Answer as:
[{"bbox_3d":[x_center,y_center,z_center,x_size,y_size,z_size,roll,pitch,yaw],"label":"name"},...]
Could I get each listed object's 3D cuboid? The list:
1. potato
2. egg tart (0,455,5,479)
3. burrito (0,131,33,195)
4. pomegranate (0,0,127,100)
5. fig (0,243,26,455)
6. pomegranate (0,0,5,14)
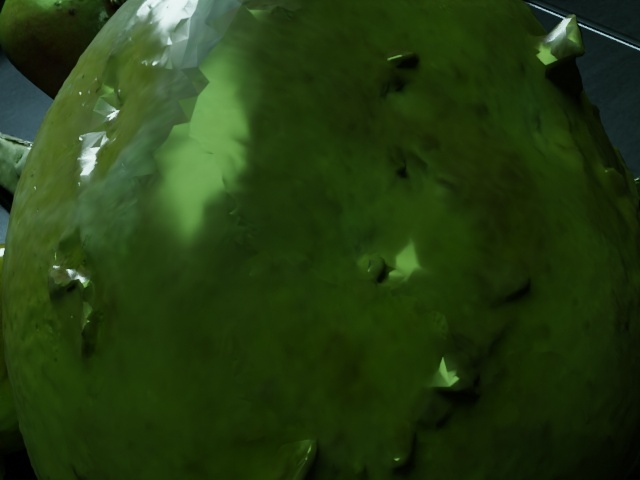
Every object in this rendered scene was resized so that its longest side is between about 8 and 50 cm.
[{"bbox_3d":[0.000,0.000,0.750,0.385,0.319,0.442,-3,53,18],"label":"potato"},{"bbox_3d":[-0.274,0.169,0.913,0.105,0.039,0.105,-10,40,8],"label":"egg tart"},{"bbox_3d":[-0.270,-0.070,1.176,0.058,0.063,0.229,-13,27,-40],"label":"burrito"},{"bbox_3d":[-0.230,-0.208,1.253,0.180,0.180,0.209,-38,14,-22],"label":"pomegranate"},{"bbox_3d":[-0.221,0.077,0.910,0.154,0.144,0.166,-35,37,19],"label":"fig"},{"bbox_3d":[-0.472,-0.343,1.444,0.242,0.242,0.306,-34,46,-18],"label":"pomegranate"}]
